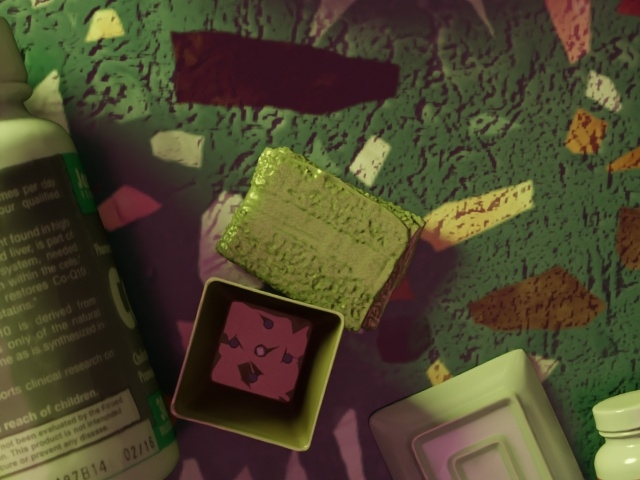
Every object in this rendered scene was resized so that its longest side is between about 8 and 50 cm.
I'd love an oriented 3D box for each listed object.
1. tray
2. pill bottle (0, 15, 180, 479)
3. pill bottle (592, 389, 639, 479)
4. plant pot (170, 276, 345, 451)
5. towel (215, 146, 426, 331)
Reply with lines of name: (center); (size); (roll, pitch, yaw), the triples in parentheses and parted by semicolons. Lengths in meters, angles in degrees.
tray: (0.156, 0.238, 1.119); (0.145, 0.030, 0.270); (-24, 92, 1)
pill bottle: (-0.253, 0.032, 1.019); (0.204, 0.204, 0.361); (-19, 93, 0)
pill bottle: (0.267, 0.202, 1.091); (0.087, 0.087, 0.160); (-15, 91, -1)
plant pot: (-0.048, 0.091, 1.078); (0.109, 0.096, 0.109); (16, 91, -2)
towel: (0.000, 0.000, 1.111); (0.148, 0.027, 0.110); (27, 92, -3)
